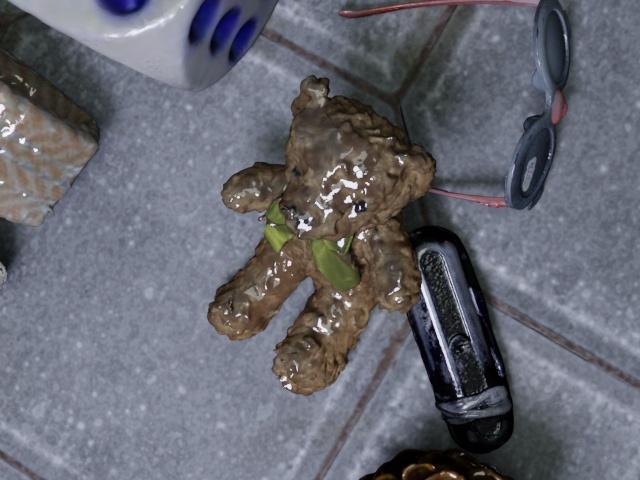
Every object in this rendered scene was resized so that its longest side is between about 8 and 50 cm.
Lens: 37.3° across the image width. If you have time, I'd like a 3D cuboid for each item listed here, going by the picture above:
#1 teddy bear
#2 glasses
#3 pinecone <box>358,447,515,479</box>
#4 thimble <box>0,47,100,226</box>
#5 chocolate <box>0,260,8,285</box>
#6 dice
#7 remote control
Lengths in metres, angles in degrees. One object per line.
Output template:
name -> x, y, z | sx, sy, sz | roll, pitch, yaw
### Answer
teddy bear -> -0.006, 0.008, 0.994 | 0.246, 0.222, 0.296 | 36, 91, 18
glasses -> 0.143, -0.164, 1.072 | 0.268, 0.118, 0.234 | 12, 94, 29
pinecone -> 0.120, 0.319, 0.980 | 0.224, 0.272, 0.224 | -3, 58, 4
thimble -> -0.380, -0.133, 1.079 | 0.229, 0.196, 0.148 | 35, 100, -23
chocolate -> -0.483, -0.009, 1.111 | 0.221, 0.221, 0.147 | -21, 66, 9
dice -> -0.184, -0.316, 1.010 | 0.251, 0.259, 0.243 | 31, 97, 7
remote control -> 0.150, 0.112, 1.056 | 0.090, 0.066, 0.265 | -18, 87, 11
